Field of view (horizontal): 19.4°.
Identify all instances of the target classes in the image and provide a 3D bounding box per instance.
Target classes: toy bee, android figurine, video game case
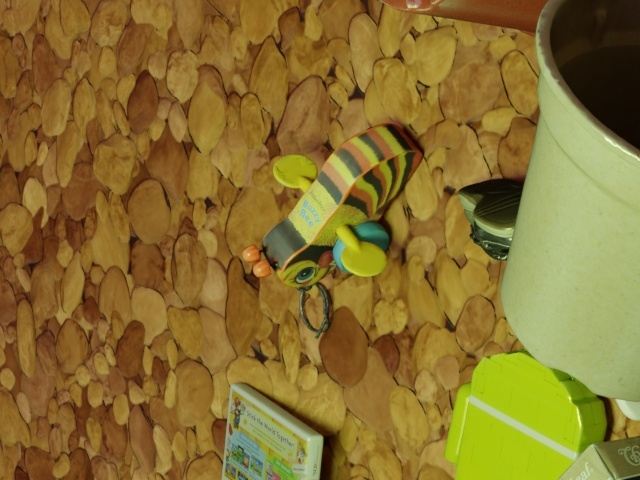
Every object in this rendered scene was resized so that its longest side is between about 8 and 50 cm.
[{"bbox_3d":[0.000,0.000,2.188,0.195,0.162,0.298,29,114,43],"label":"toy bee"},{"bbox_3d":[0.227,0.230,2.016,0.248,0.056,0.273,25,112,47],"label":"android figurine"},{"bbox_3d":[-0.066,0.310,2.363,0.227,0.026,0.206,26,113,59],"label":"video game case"}]

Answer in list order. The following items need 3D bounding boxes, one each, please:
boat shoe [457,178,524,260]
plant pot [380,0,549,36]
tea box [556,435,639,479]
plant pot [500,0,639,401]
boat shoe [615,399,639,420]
[{"bbox_3d":[0.199,-0.015,1.972,0.223,0.080,0.073,-126,19,-77],"label":"boat shoe"},{"bbox_3d":[0.185,-0.323,1.859,0.272,0.265,0.273,6,98,50],"label":"plant pot"},{"bbox_3d":[0.369,0.344,1.644,0.220,0.329,0.324,-53,53,38],"label":"tea box"},{"bbox_3d":[0.312,-0.029,1.722,0.334,0.333,0.305,52,140,34],"label":"plant pot"},{"bbox_3d":[0.301,0.098,1.915,0.063,0.066,0.184,-38,66,60],"label":"boat shoe"}]
